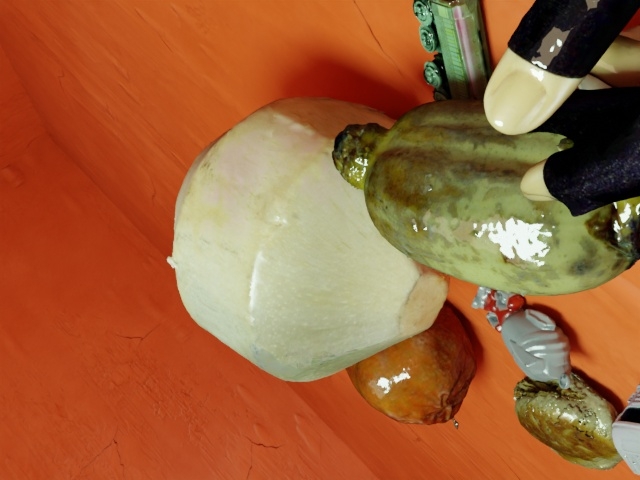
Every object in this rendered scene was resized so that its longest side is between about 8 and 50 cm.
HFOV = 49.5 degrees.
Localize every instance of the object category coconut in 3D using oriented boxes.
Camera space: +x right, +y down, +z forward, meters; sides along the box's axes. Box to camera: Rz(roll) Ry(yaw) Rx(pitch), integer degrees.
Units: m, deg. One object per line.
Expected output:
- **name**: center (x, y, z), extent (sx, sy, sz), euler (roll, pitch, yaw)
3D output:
- **coconut**: center (0.000, 0.000, 0.849), extent (0.352, 0.352, 0.353), euler (42, 159, 20)

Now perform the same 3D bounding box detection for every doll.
- **doll**: center (0.260, 0.117, 0.891), extent (0.180, 0.079, 0.094), euler (51, 140, 38)

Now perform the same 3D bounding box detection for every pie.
- **pie**: center (0.341, 0.250, 0.948), extent (0.163, 0.079, 0.193), euler (42, 160, 10)

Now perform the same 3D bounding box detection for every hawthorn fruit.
- **hawthorn fruit**: center (0.162, 0.212, 1.102), extent (0.243, 0.207, 0.207), euler (53, 160, -22)

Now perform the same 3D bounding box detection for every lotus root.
- **lotus root**: center (0.149, -0.052, 0.630), extent (0.309, 0.173, 0.173), euler (17, 144, 37)

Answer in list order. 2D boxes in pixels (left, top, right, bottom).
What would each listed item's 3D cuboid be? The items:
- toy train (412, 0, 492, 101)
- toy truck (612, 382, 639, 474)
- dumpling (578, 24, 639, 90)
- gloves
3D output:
- **toy train**: center (0.130, -0.180, 0.673), extent (0.071, 0.038, 0.148), euler (30, 153, 44)
- **toy truck**: center (0.413, 0.261, 0.753), extent (0.216, 0.116, 0.110), euler (52, 160, -6)
- **dumpling**: center (0.260, -0.090, 0.488), extent (0.169, 0.100, 0.134), euler (16, 171, 44)
- **gloves**: center (0.189, -0.119, 0.344), extent (0.301, 0.197, 0.152), euler (-48, 56, 56)
